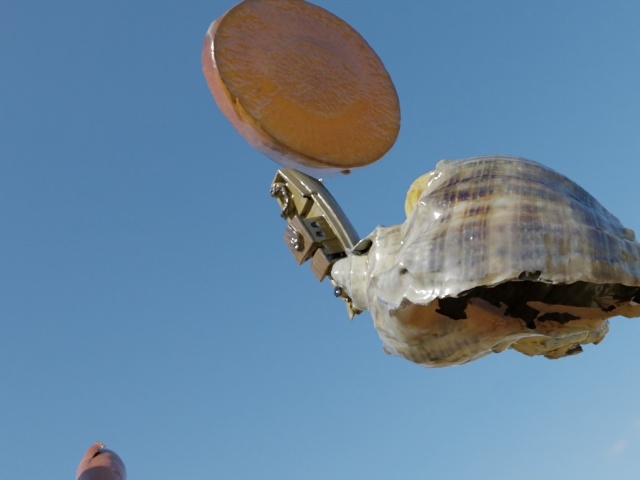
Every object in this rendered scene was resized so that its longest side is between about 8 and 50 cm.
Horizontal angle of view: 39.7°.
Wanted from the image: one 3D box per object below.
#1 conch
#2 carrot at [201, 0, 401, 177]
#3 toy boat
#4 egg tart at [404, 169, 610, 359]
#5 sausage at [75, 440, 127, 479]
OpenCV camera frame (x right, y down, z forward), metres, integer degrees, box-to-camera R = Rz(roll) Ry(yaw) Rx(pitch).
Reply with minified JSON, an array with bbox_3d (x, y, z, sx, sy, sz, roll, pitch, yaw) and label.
[{"bbox_3d":[0.140,0.005,0.710,0.291,0.159,0.210,-12,-28,19],"label":"conch"},{"bbox_3d":[-0.030,-0.217,1.259,0.307,0.258,0.100,26,-33,-22],"label":"carrot"},{"bbox_3d":[0.000,0.000,1.015,0.072,0.206,0.064,-9,-37,-34],"label":"toy boat"},{"bbox_3d":[0.209,0.036,1.054,0.294,0.295,0.116,-2,-42,-36],"label":"egg tart"},{"bbox_3d":[-0.349,0.450,1.372,0.094,0.419,0.094,25,-78,-16],"label":"sausage"}]
